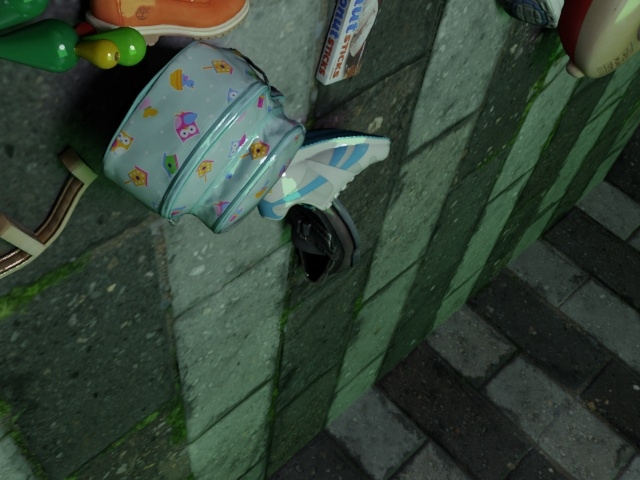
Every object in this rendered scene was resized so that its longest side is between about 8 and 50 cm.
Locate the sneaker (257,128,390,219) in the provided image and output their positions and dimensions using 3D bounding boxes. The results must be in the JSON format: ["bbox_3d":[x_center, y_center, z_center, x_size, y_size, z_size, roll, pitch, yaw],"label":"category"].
[{"bbox_3d":[0.001,-0.094,0.922,0.228,0.087,0.092,-19,115,-36],"label":"sneaker"}]

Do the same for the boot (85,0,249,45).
[{"bbox_3d":[-0.117,-0.214,0.582,0.157,0.059,0.085,-25,144,-42],"label":"boot"}]

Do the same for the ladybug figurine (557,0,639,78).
[{"bbox_3d":[0.576,-0.498,1.245,0.449,0.162,0.305,-54,157,13],"label":"ladybug figurine"}]

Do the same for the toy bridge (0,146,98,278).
[{"bbox_3d":[-0.284,-0.004,0.658,0.188,0.026,0.063,-45,159,-6],"label":"toy bridge"}]

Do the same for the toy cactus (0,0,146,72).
[{"bbox_3d":[-0.221,-0.158,0.458,0.180,0.112,0.219,-34,164,16],"label":"toy cactus"}]

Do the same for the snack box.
[{"bbox_3d":[0.043,-0.270,0.827,0.064,0.022,0.178,-28,151,-38],"label":"snack box"}]

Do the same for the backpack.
[{"bbox_3d":[-0.104,-0.090,0.641,0.166,0.144,0.188,-50,174,8],"label":"backpack"}]

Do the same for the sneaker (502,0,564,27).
[{"bbox_3d":[0.313,-0.423,1.002,0.129,0.111,0.297,-65,161,1],"label":"sneaker"}]

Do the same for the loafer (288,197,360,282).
[{"bbox_3d":[0.000,0.000,1.093,0.095,0.109,0.302,-41,160,-6],"label":"loafer"}]
